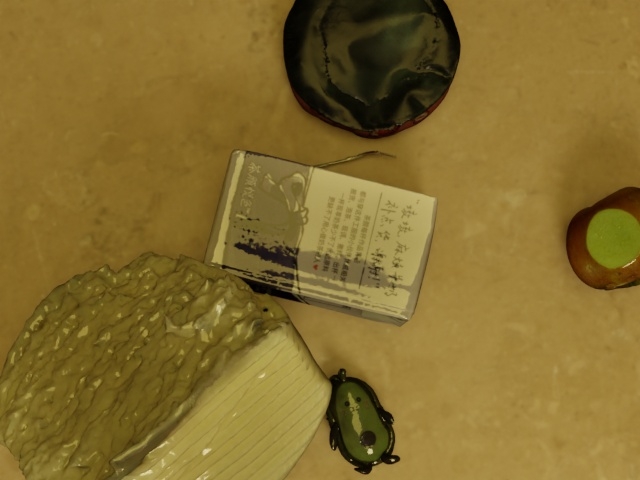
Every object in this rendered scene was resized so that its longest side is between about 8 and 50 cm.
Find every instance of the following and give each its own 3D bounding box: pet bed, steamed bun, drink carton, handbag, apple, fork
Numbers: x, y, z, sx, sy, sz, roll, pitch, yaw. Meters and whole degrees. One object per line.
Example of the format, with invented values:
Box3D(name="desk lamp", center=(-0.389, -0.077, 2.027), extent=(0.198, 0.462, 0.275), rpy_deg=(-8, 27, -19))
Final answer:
Box3D(name="pet bed", center=(0.053, -0.206, 1.649), extent=(0.201, 0.053, 0.201), rpy_deg=(0, 82, -1))
Box3D(name="steamed bun", center=(-0.162, 0.148, 1.513), extent=(0.290, 0.273, 0.272), rpy_deg=(-44, 53, -4))
Box3D(name="drink carton", center=(0.001, -0.001, 1.599), extent=(0.222, 0.102, 0.134), rpy_deg=(14, 81, 0))
Box3D(name="handbag", center=(0.037, 0.186, 1.602), extent=(0.072, 0.047, 0.111), rpy_deg=(-23, 86, -5))
Box3D(name="apple", center=(0.313, -0.002, 1.610), extent=(0.114, 0.099, 0.102), rpy_deg=(-21, 77, 21))
Box3D(name="fork", center=(0.025, -0.085, 1.652), extent=(0.115, 0.016, 0.012), rpy_deg=(-9, 91, -1))
